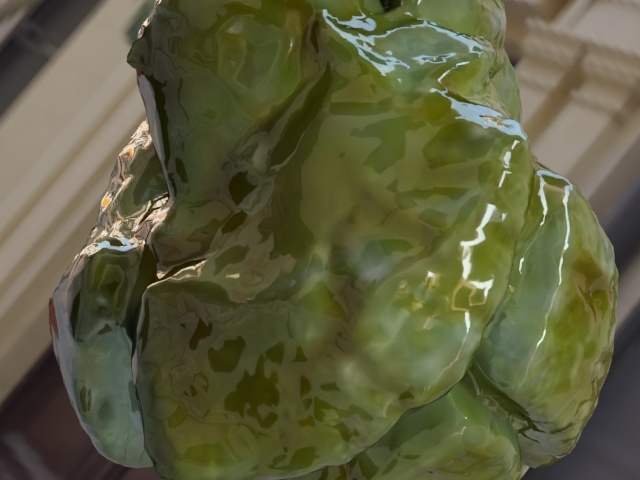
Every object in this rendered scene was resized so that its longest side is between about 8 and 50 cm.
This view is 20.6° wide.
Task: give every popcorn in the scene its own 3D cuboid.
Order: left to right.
[{"bbox_3d":[0.002,-0.004,0.759,0.276,0.276,0.225,36,12,33],"label":"popcorn"}]
